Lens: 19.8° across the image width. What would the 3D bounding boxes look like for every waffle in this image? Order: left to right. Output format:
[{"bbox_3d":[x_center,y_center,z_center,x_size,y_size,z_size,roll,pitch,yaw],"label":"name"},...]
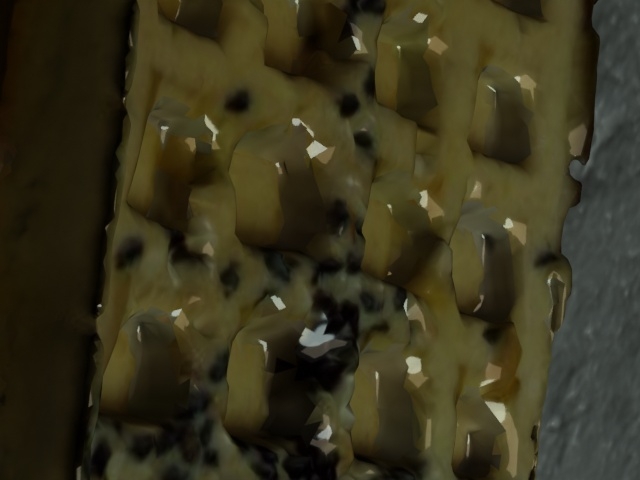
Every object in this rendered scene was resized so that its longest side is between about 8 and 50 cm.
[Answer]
[{"bbox_3d":[-0.018,-0.039,0.613,0.261,0.114,0.376,23,71,-50],"label":"waffle"}]
